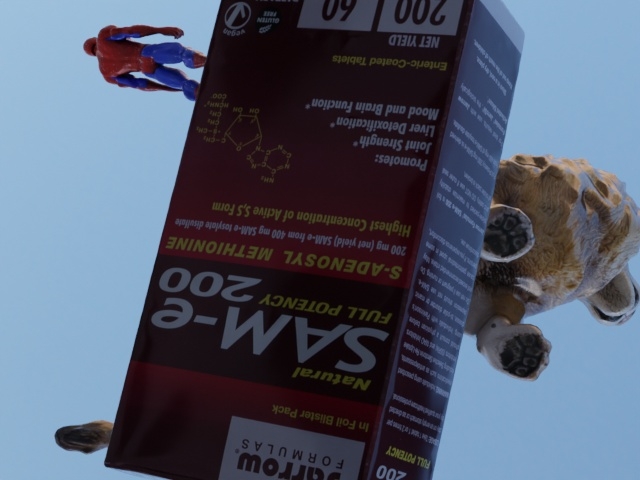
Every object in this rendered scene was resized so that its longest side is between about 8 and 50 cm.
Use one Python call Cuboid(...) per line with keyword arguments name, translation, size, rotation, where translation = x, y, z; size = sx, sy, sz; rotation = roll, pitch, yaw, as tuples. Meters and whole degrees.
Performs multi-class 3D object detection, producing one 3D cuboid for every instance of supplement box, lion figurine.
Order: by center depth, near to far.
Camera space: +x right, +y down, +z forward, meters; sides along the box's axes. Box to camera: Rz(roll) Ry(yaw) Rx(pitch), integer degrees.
Cuboid(name="supplement box", translation=(0.000, 0.000, 0.621), size=(0.130, 0.073, 0.239), rotation=(7, -102, 28))
Cuboid(name="lion figurine", translation=(0.032, 0.044, 0.907), size=(0.392, 0.142, 0.240), rotation=(-15, -170, 3))

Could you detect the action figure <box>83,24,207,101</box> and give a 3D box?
Cuboid(name="action figure", translation=(-0.085, -0.095, 0.741), size=(0.115, 0.038, 0.030), rotation=(16, -146, 32))
